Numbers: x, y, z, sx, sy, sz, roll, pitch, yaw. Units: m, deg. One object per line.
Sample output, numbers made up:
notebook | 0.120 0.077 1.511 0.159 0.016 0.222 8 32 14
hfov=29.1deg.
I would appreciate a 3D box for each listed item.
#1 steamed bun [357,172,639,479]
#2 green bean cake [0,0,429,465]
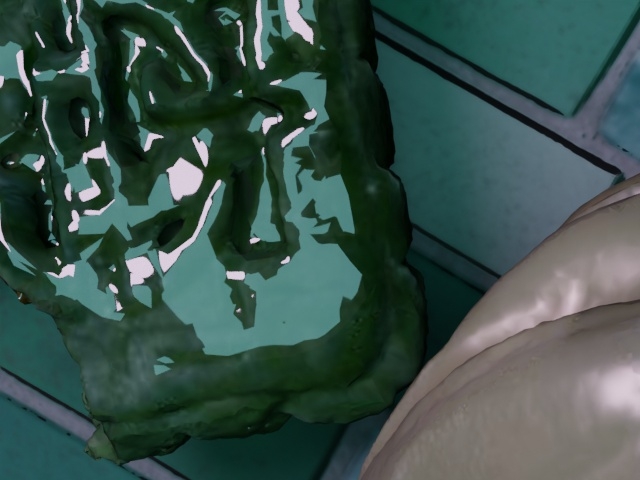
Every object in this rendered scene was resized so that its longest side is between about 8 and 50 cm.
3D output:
steamed bun | 0.190 0.088 0.575 0.368 0.342 0.255 -9 77 -27
green bean cake | -0.109 -0.041 0.642 0.300 0.169 0.307 -10 90 5
